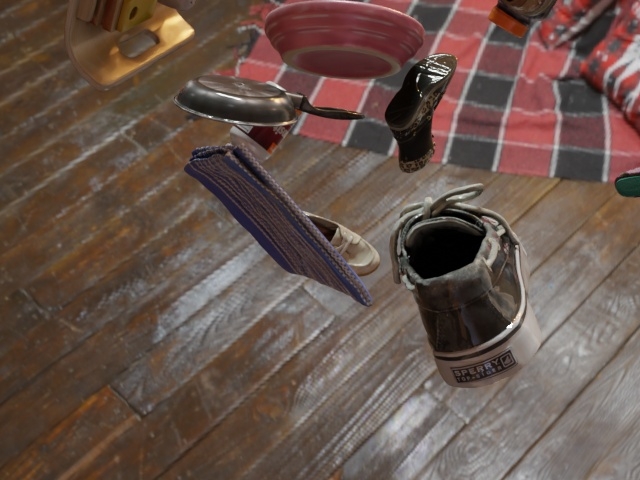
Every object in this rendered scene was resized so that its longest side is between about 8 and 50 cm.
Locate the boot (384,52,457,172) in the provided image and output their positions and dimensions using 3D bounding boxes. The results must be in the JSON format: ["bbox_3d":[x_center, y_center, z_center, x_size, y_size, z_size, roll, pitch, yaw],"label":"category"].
[{"bbox_3d":[0.226,-0.278,1.770,0.085,0.178,0.236,23,63,29],"label":"boot"}]

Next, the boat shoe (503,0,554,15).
[{"bbox_3d":[0.397,-0.592,1.526,0.123,0.324,0.116,11,16,43],"label":"boat shoe"}]

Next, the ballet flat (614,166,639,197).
[{"bbox_3d":[0.670,-0.125,1.544,0.079,0.076,0.222,-42,22,-29],"label":"ballet flat"}]

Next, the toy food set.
[{"bbox_3d":[-0.145,-0.317,0.837,0.092,0.306,0.219,29,36,4],"label":"toy food set"}]

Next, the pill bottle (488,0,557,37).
[{"bbox_3d":[0.451,-0.552,1.697,0.131,0.245,0.130,25,24,-12],"label":"pill bottle"}]

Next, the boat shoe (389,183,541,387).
[{"bbox_3d":[0.111,0.012,0.696,0.113,0.104,0.306,-23,14,17],"label":"boat shoe"}]

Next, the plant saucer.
[{"bbox_3d":[0.047,-0.405,1.686,0.332,0.332,0.084,4,86,8],"label":"plant saucer"}]

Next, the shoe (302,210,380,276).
[{"bbox_3d":[0.000,0.000,1.404,0.219,0.058,0.076,24,78,13],"label":"shoe"}]

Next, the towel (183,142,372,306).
[{"bbox_3d":[-0.068,-0.023,1.044,0.040,0.336,0.243,-44,105,-9],"label":"towel"}]

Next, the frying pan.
[{"bbox_3d":[-0.066,-0.211,1.278,0.326,0.053,0.197,5,22,-11],"label":"frying pan"}]

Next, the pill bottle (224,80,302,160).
[{"bbox_3d":[-0.104,-0.198,1.436,0.086,0.086,0.152,37,91,27],"label":"pill bottle"}]
